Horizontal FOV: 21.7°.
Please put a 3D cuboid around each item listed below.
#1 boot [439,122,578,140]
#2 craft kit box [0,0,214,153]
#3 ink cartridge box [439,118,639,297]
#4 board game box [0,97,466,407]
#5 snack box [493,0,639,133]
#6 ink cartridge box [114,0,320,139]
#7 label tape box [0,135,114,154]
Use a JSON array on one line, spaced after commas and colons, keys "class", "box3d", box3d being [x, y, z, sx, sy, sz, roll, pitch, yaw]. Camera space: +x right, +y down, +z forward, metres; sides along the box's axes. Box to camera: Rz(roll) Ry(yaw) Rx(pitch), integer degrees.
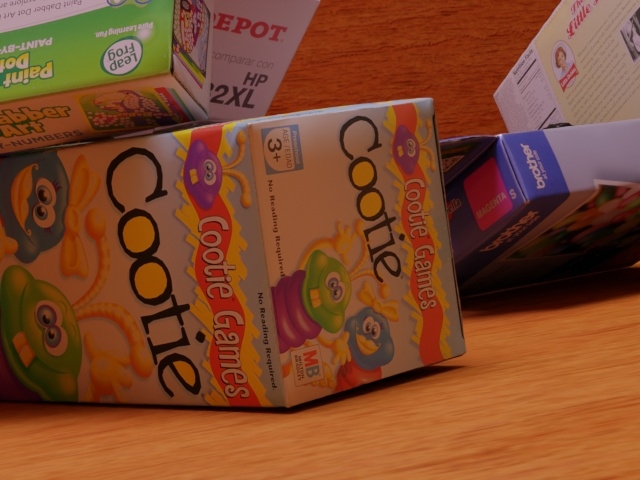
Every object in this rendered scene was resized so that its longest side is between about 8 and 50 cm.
[{"class": "boot", "box3d": [0.085, -0.039, 1.653, 0.260, 0.131, 0.348, -11, 9, -42]}, {"class": "craft kit box", "box3d": [-0.178, -0.166, 0.932, 0.249, 0.247, 0.061, -7, -28, 19]}, {"class": "ink cartridge box", "box3d": [0.166, -0.021, 1.222, 0.311, 0.065, 0.186, -6, -22, -35]}, {"class": "board game box", "box3d": [-0.076, 0.009, 0.931, 0.275, 0.144, 0.142, -5, 5, 43]}, {"class": "snack box", "box3d": [0.284, -0.153, 1.637, 0.060, 0.187, 0.322, -9, -24, -24]}, {"class": "ink cartridge box", "box3d": [-0.172, -0.102, 1.288, 0.223, 0.307, 0.129, 7, 30, -39]}, {"class": "label tape box", "box3d": [-0.261, -0.076, 1.072, 0.240, 0.334, 0.106, -8, 27, -25]}]
